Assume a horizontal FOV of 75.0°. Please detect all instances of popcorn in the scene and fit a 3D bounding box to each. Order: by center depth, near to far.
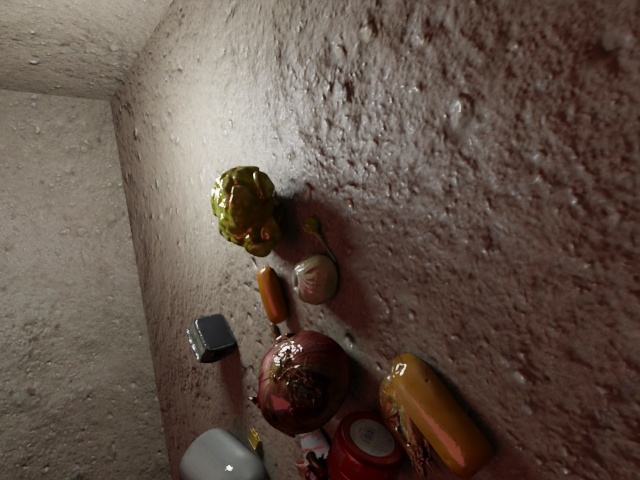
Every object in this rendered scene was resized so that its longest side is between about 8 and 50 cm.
[{"bbox_3d":[-0.284,-0.110,1.587,0.293,0.292,0.334,-23,112,15],"label":"popcorn"}]

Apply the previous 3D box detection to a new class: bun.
[{"bbox_3d":[-0.038,0.134,1.473,0.193,0.127,0.179,24,115,47],"label":"bun"}]

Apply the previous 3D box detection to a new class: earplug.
[{"bbox_3d":[-0.426,1.111,1.946,0.393,0.312,0.313,11,104,44],"label":"earplug"}]

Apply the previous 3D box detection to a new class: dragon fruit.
[{"bbox_3d":[0.071,0.803,1.359,0.218,0.272,0.198,-53,34,32],"label":"dragon fruit"}]

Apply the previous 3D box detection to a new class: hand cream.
[{"bbox_3d":[0.140,0.655,1.283,0.230,0.230,0.150,32,118,41],"label":"hand cream"}]

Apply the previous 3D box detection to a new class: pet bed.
[{"bbox_3d":[-0.547,0.494,2.067,0.211,0.183,0.159,55,130,28],"label":"pet bed"}]

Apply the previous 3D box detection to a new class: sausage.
[{"bbox_3d":[0.307,0.459,1.137,0.134,0.116,0.354,-51,55,16],"label":"sausage"},{"bbox_3d":[-0.197,0.219,1.695,0.098,0.098,0.239,-27,78,47],"label":"sausage"}]

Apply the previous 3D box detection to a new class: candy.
[{"bbox_3d":[0.000,0.000,1.474,0.058,0.062,0.194,-34,74,-1],"label":"candy"}]

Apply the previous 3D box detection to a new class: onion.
[{"bbox_3d":[-0.071,0.472,1.408,0.353,0.353,0.355,10,104,47],"label":"onion"}]

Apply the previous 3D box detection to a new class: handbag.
[{"bbox_3d":[-0.317,0.949,1.997,0.083,0.027,0.061,44,128,37],"label":"handbag"}]

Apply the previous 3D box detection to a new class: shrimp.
[{"bbox_3d":[0.248,0.542,1.229,0.154,0.062,0.295,-49,41,34],"label":"shrimp"}]

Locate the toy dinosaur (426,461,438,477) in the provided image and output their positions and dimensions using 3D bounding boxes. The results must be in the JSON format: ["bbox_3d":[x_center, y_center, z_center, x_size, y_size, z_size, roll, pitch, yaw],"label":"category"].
[{"bbox_3d":[0.282,0.619,1.255,0.126,0.039,0.162,-30,71,55],"label":"toy dinosaur"}]

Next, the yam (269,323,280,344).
[{"bbox_3d":[-0.181,0.421,1.754,0.032,0.032,0.146,-32,71,46],"label":"yam"}]

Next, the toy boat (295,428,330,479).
[{"bbox_3d":[-0.041,0.780,1.631,0.206,0.096,0.283,-41,53,37],"label":"toy boat"}]
